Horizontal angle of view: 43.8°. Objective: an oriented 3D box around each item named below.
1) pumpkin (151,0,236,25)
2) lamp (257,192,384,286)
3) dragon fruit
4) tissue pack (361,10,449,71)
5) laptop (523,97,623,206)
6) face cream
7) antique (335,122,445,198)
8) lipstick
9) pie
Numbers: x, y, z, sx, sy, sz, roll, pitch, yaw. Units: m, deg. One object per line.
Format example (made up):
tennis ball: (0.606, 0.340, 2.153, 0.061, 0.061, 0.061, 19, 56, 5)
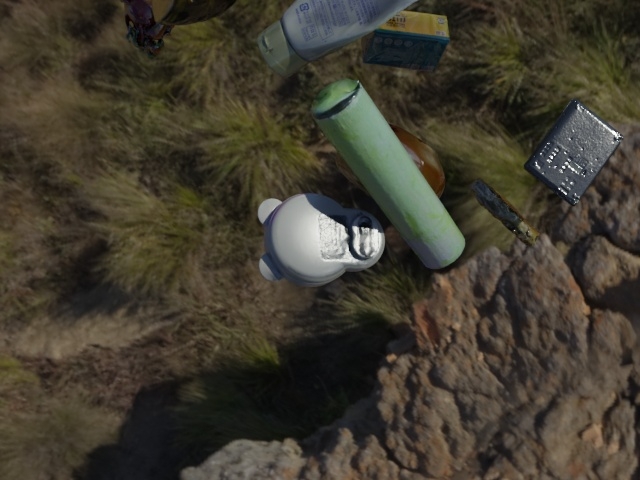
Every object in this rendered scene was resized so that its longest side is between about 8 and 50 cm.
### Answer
pumpkin: (-0.115, -0.311, 0.831, 0.119, 0.107, 0.184, 12, 96, 58)
lamp: (0.000, 0.000, 1.538, 0.245, 0.108, 0.180, 0, 82, -12)
dragon fruit: (-0.395, -0.503, 1.797, 0.142, 0.138, 0.175, 13, 97, 46)
tissue pack: (0.180, -0.437, 1.722, 0.169, 0.120, 0.082, 5, 65, -8)
laptop: (0.493, -0.173, 1.546, 0.129, 0.016, 0.180, 37, 80, -1)
face cream: (0.024, -0.293, 1.012, 0.224, 0.070, 0.114, -29, 72, 28)
antique: (0.134, -0.139, 1.528, 0.223, 0.278, 0.129, 29, 89, 16)
lipstick: (0.095, -0.083, 1.049, 0.076, 0.304, 0.076, -27, 36, 21)
pie: (0.403, -0.058, 1.727, 0.046, 0.195, 0.195, -47, 56, 14)
